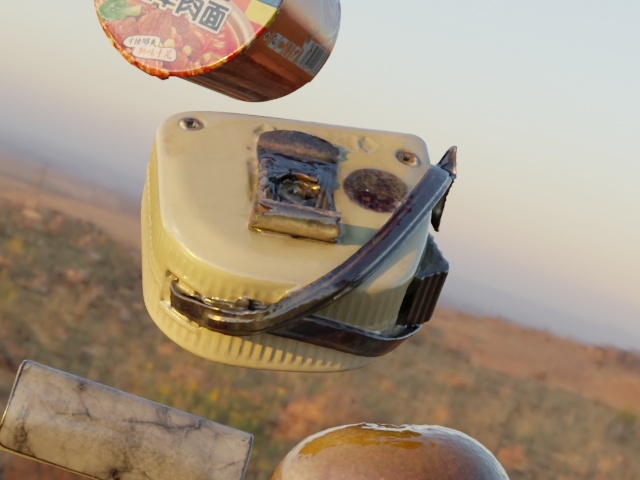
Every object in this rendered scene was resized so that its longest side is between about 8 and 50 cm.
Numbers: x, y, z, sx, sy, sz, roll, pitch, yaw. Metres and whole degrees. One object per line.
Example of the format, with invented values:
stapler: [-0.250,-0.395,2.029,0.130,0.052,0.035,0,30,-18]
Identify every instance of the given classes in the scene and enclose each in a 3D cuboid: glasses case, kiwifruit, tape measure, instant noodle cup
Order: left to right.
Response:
glasses case: [-0.237,0.243,1.873,0.299,0.114,0.060,19,-13,-10]
instant noodle cup: [-0.101,-0.273,1.741,0.250,0.250,0.192,20,-4,28]
tape measure: [0.000,0.000,1.215,0.271,0.133,0.231,6,39,-15]
kiwifruit: [0.047,0.243,1.070,0.196,0.233,0.196,-2,-11,0]
